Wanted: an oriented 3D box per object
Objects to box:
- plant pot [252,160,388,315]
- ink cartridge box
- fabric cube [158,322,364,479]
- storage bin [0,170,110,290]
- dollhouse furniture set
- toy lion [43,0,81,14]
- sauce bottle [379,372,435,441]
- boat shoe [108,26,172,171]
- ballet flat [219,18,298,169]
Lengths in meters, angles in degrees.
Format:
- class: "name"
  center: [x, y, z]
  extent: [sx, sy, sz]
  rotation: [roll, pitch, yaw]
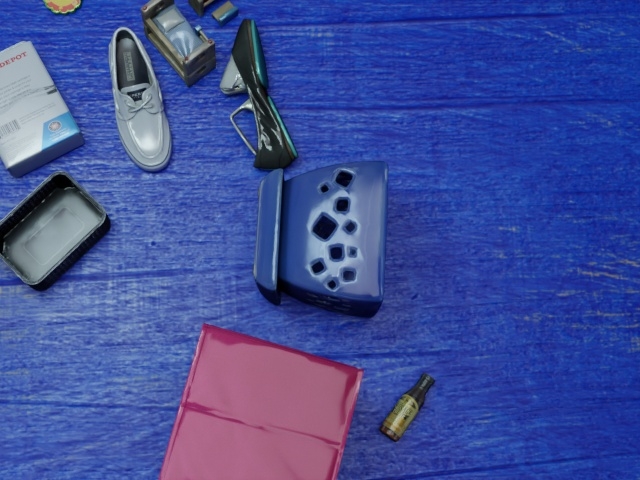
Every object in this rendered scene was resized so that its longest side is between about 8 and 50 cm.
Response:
- class: "plant pot"
  center: [0.000, 0.000, 1.713]
  extent: [0.212, 0.236, 0.236]
  rotation: [3, 80, 1]
- class: "ink cartridge box"
  center: [-0.519, -0.227, 1.776]
  extent: [0.140, 0.082, 0.190]
  rotation: [-28, 82, -10]
- class: "fabric cube"
  center: [-0.098, 0.296, 1.633]
  extent: [0.258, 0.254, 0.259]
  rotation: [15, 78, -2]
- class: "storage bin"
  center: [-0.461, -0.015, 1.742]
  extent: [0.122, 0.084, 0.180]
  rotation: [44, 78, 4]
- class: "dollhouse furniture set"
  center: [-0.204, -0.393, 1.813]
  extent: [0.184, 0.129, 0.129]
  rotation: [-39, 85, -11]
- class: "toy lion"
  center: [-0.478, -0.459, 1.851]
  extent: [0.100, 0.034, 0.096]
  rotation: [13, 86, -3]
- class: "sauce bottle"
  center: [0.152, 0.287, 1.767]
  extent: [0.042, 0.042, 0.128]
  rotation: [35, 77, 2]
- class: "boat shoe"
  center: [-0.326, -0.249, 1.797]
  extent: [0.095, 0.084, 0.258]
  rotation: [-18, 82, -9]
- class: "ballet flat"
  center: [-0.124, -0.256, 1.817]
  extent: [0.096, 0.095, 0.280]
  rotation: [-18, 82, 4]
